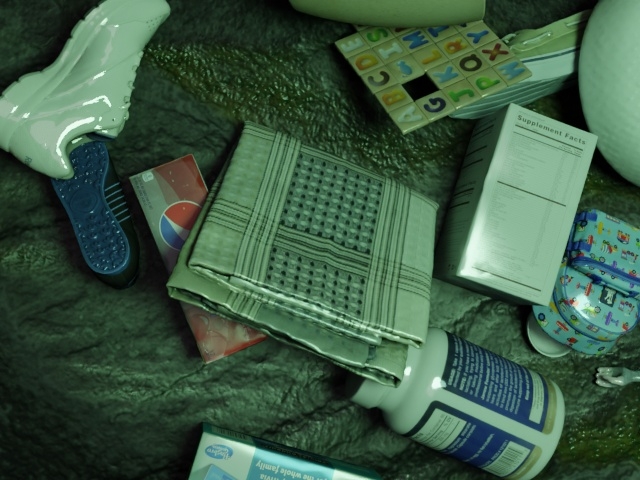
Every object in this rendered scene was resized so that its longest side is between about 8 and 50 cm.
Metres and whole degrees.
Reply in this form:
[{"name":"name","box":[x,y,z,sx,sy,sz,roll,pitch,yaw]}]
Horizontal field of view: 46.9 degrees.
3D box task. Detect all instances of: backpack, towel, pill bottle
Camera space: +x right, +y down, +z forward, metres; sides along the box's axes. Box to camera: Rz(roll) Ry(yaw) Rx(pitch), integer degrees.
[{"name":"backpack","box":[0.383,0.064,1.032,0.158,0.117,0.173,27,64,-8]},{"name":"towel","box":[0.000,0.000,0.941,0.312,0.056,0.324,24,48,-8]},{"name":"pill bottle","box":[0.175,0.207,0.992,0.265,0.153,0.153,26,83,-7]}]

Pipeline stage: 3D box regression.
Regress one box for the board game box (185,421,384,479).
[{"name":"board game box","box":[-0.085,0.442,0.973,0.254,0.079,0.336,17,84,-8]}]

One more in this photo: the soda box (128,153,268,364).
[{"name":"soda box","box":[-0.162,0.025,0.982,0.092,0.083,0.263,-22,91,-11]}]

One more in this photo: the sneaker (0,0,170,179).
[{"name":"sneaker","box":[-0.288,-0.201,0.954,0.129,0.111,0.297,39,75,-5]}]

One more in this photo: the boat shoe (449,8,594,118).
[{"name":"boat shoe","box":[0.298,-0.257,1.075,0.302,0.109,0.094,-19,77,-20]}]

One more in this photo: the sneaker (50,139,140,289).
[{"name":"sneaker","box":[-0.296,-0.042,0.973,0.081,0.090,0.232,-17,68,-9]}]

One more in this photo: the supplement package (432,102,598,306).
[{"name":"supplement package","box":[0.265,-0.045,1.030,0.139,0.134,0.244,20,84,-8]}]

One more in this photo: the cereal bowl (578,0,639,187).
[{"name":"cereal bowl","box":[0.539,-0.234,1.041,0.339,0.141,0.338,-1,93,-24]}]

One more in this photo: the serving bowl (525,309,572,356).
[{"name":"serving bowl","box":[0.339,0.129,1.086,0.083,0.027,0.083,1,86,-9]}]

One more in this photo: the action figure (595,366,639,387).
[{"name":"action figure","box":[0.577,0.151,1.026,0.276,0.248,0.370,10,86,-16]}]

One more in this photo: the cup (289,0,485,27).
[{"name":"cup","box":[0.055,-0.414,0.951,0.237,0.331,0.331,-15,89,10]}]

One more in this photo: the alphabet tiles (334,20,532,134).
[{"name":"alphabet tiles","box":[0.142,-0.264,1.022,0.198,0.009,0.237,-26,59,-9]}]
